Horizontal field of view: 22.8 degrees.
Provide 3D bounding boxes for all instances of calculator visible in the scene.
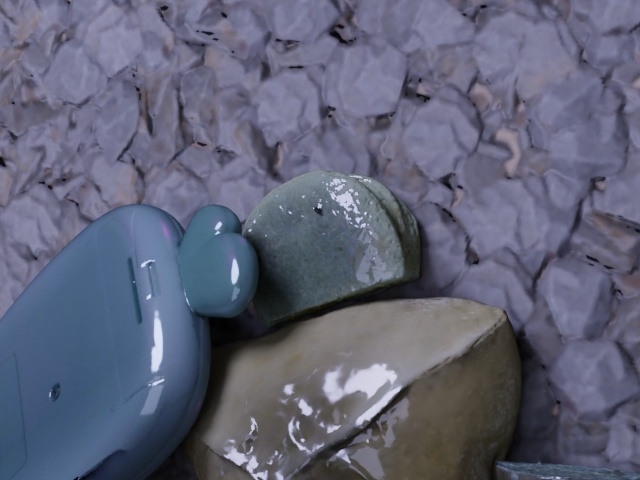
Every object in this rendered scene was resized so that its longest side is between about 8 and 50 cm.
[{"bbox_3d":[-0.145,0.080,0.979,0.299,0.041,0.185,-41,45,30],"label":"calculator"}]

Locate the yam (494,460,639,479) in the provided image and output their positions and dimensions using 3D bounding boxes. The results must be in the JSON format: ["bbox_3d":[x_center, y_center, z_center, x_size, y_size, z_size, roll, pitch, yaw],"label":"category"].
[{"bbox_3d":[0.147,0.247,0.851,0.093,0.093,0.259,-4,87,26],"label":"yam"}]

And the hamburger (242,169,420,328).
[{"bbox_3d":[-0.002,0.000,0.949,0.121,0.054,0.084,-23,81,32],"label":"hamburger"}]

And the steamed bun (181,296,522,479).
[{"bbox_3d":[0.013,0.146,0.909,0.231,0.110,0.212,-19,81,27],"label":"steamed bun"}]
